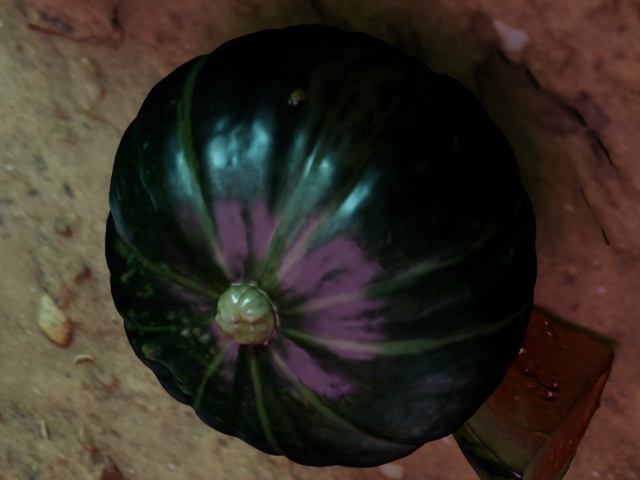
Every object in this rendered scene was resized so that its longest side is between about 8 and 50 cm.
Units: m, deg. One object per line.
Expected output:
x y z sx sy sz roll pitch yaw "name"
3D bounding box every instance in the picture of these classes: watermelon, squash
0.118 0.083 0.987 0.094 0.125 0.135 -33 144 13 "watermelon"
0.000 0.002 0.884 0.218 0.172 0.218 20 133 22 "squash"
